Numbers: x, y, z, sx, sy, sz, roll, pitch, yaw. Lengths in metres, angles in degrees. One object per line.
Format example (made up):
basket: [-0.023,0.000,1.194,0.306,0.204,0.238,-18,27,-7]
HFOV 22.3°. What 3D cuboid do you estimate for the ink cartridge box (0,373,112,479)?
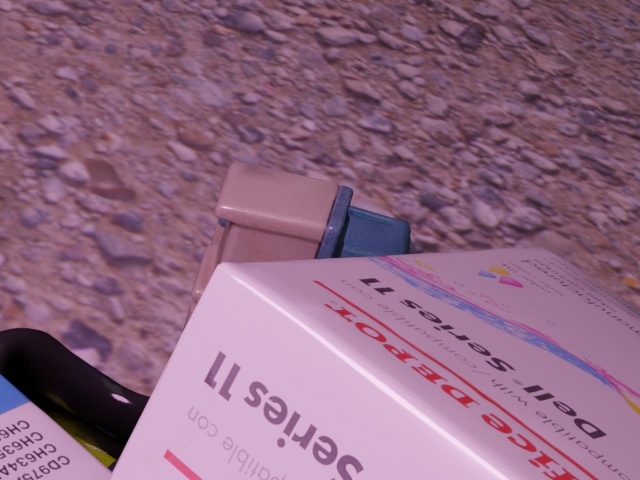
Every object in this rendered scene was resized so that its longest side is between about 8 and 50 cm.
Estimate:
ink cartridge box: [-0.139,0.187,0.608,0.233,0.168,0.171,37,37,23]

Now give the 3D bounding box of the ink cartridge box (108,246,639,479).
ink cartridge box: [0.066,0.104,0.609,0.207,0.119,0.353,36,19,25]

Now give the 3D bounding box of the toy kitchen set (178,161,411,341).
toy kitchen set: [0.000,0.000,0.925,0.122,0.166,0.207,16,35,-3]

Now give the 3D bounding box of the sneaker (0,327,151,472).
sneaker: [-0.051,0.154,0.713,0.330,0.147,0.130,32,37,17]
